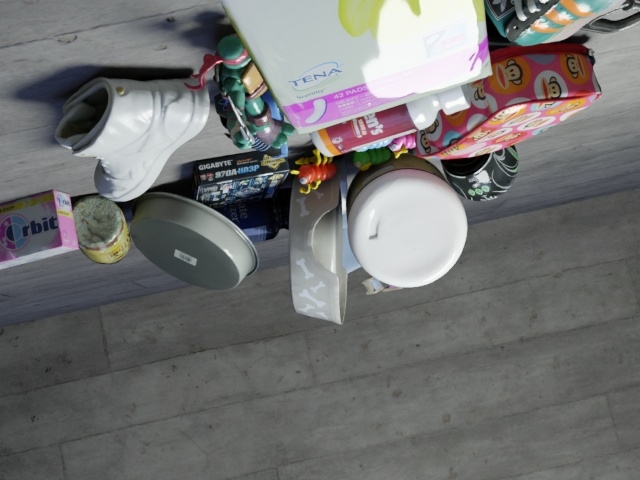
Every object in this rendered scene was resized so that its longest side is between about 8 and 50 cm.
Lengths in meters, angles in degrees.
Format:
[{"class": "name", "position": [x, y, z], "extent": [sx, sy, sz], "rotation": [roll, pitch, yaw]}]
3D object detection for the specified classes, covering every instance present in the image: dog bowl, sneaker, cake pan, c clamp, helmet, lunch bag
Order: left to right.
[{"class": "sneaker", "position": [-0.294, -0.140, 1.160], "extent": [0.169, 0.108, 0.292], "rotation": [-4, 159, -39]}, {"class": "cake pan", "position": [-0.271, 0.012, 1.762], "extent": [0.293, 0.054, 0.293], "rotation": [18, 150, 11]}, {"class": "sneaker", "position": [-0.101, -0.179, 1.270], "extent": [0.090, 0.082, 0.232], "rotation": [-9, 166, 1]}, {"class": "dog bowl", "position": [0.000, 0.000, 1.775], "extent": [0.102, 0.349, 0.349], "rotation": [1, 173, 4]}, {"class": "helmet", "position": [0.337, -0.165, 1.775], "extent": [0.169, 0.170, 0.161], "rotation": [-17, 154, 29]}, {"class": "lunch bag", "position": [0.315, -0.225, 1.410], "extent": [0.258, 0.120, 0.293], "rotation": [-9, 171, -30]}, {"class": "sneaker", "position": [0.251, -0.283, 0.951], "extent": [0.121, 0.108, 0.302], "rotation": [-16, 174, -5]}, {"class": "c clamp", "position": [0.457, -0.335, 1.239], "extent": [0.160, 0.022, 0.137], "rotation": [-8, 176, -38]}]

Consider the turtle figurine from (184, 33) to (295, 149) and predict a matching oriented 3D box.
[{"class": "turtle figurine", "position": [-0.073, -0.200, 1.036], "extent": [0.175, 0.118, 0.234], "rotation": [-53, 168, 0]}]

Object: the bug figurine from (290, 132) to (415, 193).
[{"class": "bug figurine", "position": [0.080, -0.166, 1.560], "extent": [0.216, 0.072, 0.279], "rotation": [-16, 175, -33]}]

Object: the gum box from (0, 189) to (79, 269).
[{"class": "gum box", "position": [-0.554, -0.016, 1.567], "extent": [0.188, 0.107, 0.062], "rotation": [-14, 172, 11]}]

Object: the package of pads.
[{"class": "package of pads", "position": [0.031, -0.230, 0.787], "extent": [0.229, 0.101, 0.296], "rotation": [-15, 155, 8]}]

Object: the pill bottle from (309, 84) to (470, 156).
[{"class": "pill bottle", "position": [0.092, -0.205, 1.201], "extent": [0.221, 0.121, 0.121], "rotation": [-15, 172, 18]}]

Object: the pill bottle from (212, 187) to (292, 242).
[{"class": "pill bottle", "position": [-0.162, -0.054, 1.856], "extent": [0.219, 0.123, 0.123], "rotation": [-11, 172, -15]}]

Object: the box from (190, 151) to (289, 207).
[{"class": "box", "position": [-0.163, -0.117, 1.666], "extent": [0.175, 0.051, 0.220], "rotation": [-11, 172, -12]}]

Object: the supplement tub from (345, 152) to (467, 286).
[{"class": "supplement tub", "position": [0.165, -0.055, 1.716], "extent": [0.228, 0.228, 0.316], "rotation": [-13, -165, 4]}]

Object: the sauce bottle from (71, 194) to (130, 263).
[{"class": "sauce bottle", "position": [-0.455, -0.010, 1.770], "extent": [0.111, 0.112, 0.344], "rotation": [-11, 174, -10]}]

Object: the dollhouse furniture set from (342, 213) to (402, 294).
[{"class": "dollhouse furniture set", "position": [0.132, 0.010, 2.169], "extent": [0.198, 0.287, 0.303], "rotation": [-19, -179, 40]}]
